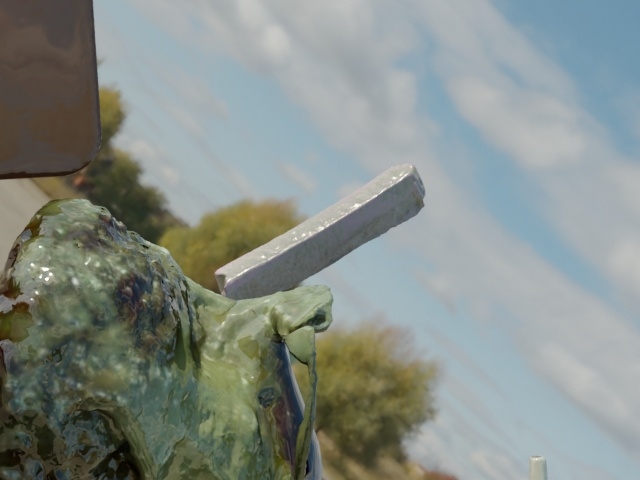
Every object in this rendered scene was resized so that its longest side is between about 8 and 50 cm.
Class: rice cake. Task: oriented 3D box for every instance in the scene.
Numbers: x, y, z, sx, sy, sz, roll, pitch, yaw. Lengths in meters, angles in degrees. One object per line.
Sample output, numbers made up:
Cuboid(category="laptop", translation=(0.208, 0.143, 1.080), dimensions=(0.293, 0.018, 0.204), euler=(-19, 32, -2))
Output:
Cuboid(category="rice cake", translation=(0.000, 0.000, 1.617), dimensions=(0.056, 0.365, 0.073), euler=(31, -34, 51))

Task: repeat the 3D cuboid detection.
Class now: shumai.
Cuboid(category="shumai", translation=(-0.157, 0.172, 1.086), dimensions=(0.348, 0.395, 0.395), euler=(20, -3, -10))

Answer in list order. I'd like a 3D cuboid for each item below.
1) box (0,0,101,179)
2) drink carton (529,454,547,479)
Cuboid(category="box", translation=(-0.404, -0.246, 1.351), dimensions=(0.229, 0.239, 0.339), euler=(-162, -111, -68))
Cuboid(category="drink carton", translation=(0.150, 0.251, 0.787), dimensions=(0.074, 0.084, 0.200), euler=(-45, 131, -64))
